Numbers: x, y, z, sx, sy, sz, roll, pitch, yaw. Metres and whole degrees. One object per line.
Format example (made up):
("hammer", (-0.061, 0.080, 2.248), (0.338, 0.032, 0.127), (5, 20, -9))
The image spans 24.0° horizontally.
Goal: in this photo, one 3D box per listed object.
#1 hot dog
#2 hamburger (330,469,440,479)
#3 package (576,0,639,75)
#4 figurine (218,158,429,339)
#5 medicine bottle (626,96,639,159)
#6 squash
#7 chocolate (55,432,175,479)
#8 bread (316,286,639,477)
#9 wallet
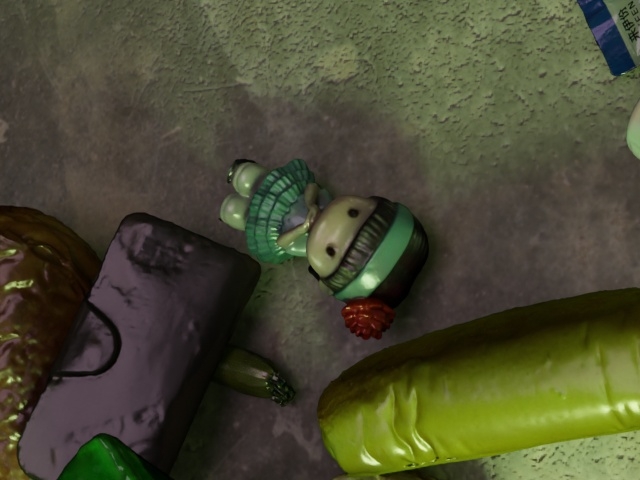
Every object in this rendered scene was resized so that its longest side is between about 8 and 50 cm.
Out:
("hot dog", (-0.350, 0.153, 1.688), (0.267, 0.174, 0.387), (1, 93, 32))
("hamburger", (0.073, 0.318, 1.445), (0.214, 0.108, 0.213), (-6, 78, 30))
("package", (0.326, -0.267, 1.457), (0.173, 0.027, 0.171), (-30, 67, 18))
("figurine", (0.000, 0.000, 1.552), (0.245, 0.110, 0.138), (26, 96, 36))
("medicine bottle", (0.373, -0.084, 1.334), (0.168, 0.135, 0.135), (44, 103, 28))
("squash", (-0.104, 0.134, 1.615), (0.183, 0.052, 0.052), (14, 88, 33))
("chocolate", (-0.108, 0.382, 1.378), (0.161, 0.360, 0.341), (-37, 63, -2))
("bread", (0.174, 0.122, 1.386), (0.383, 0.166, 0.112), (-14, 106, 27))
("wallet", (-0.194, 0.132, 1.579), (0.165, 0.042, 0.309), (24, 83, 4))
